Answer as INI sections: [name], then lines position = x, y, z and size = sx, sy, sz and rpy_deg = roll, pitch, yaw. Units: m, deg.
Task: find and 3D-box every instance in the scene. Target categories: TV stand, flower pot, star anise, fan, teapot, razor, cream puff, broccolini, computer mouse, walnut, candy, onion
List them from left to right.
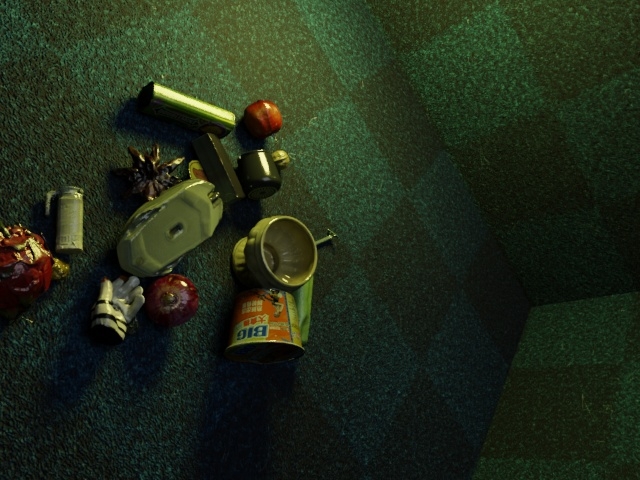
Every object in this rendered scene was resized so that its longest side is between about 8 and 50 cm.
[cream puff]
position = -0.778, 0.086, 1.516
size = 0.083, 0.058, 0.083
rpy_deg = 57, 0, -35
[teapot]
position = -0.777, -0.063, 1.567
size = 0.107, 0.077, 0.200
rpy_deg = 1, 75, -25
[broccolini]
position = -0.611, 0.198, 1.677
size = 0.044, 0.042, 0.217
rpy_deg = 10, 63, -41
[star anise]
position = -0.567, -0.217, 1.766
size = 0.272, 0.103, 0.271
rpy_deg = 3, 83, -24
[computer mouse]
position = -0.514, -0.046, 1.741
size = 0.429, 0.146, 0.228
rpy_deg = -43, 124, -34
[onion]
position = -0.493, 0.198, 1.709
size = 0.178, 0.154, 0.177
rpy_deg = -1, 92, -31
[fan]
position = -0.436, -0.241, 1.951
size = 0.334, 0.011, 0.230
rpy_deg = 68, 16, 17
[TV stand]
position = -0.388, -0.272, 1.986
size = 0.269, 0.083, 0.088
rpy_deg = 66, 14, -2
[flower pot]
position = -0.189, 0.068, 1.988
size = 0.308, 0.244, 0.307
rpy_deg = 15, 67, -40
[walnut]
position = -0.180, -0.347, 2.255
size = 0.092, 0.092, 0.092
rpy_deg = 17, 65, -41
[candy]
position = -0.093, 0.254, 2.096
size = 0.132, 0.142, 0.343
rpy_deg = 27, 59, -46
[razor]
position = -0.001, 0.003, 2.348
size = 0.068, 0.037, 0.191
rpy_deg = 37, 40, 26

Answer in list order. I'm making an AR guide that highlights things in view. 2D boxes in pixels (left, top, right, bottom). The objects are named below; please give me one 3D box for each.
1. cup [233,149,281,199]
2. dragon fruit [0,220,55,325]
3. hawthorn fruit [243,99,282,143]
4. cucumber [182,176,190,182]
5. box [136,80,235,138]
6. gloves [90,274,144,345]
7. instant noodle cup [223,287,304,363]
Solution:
[cup]
position = -0.277, -0.265, 2.087
size = 0.223, 0.169, 0.176
rpy_deg = -8, 77, -17
[dragon fruit]
position = -0.827, 0.092, 1.392
size = 0.234, 0.234, 0.292
rpy_deg = -36, 133, -45
[hawthorn fruit]
position = -0.235, -0.499, 2.200
size = 0.157, 0.157, 0.193
rpy_deg = -44, 111, -44
[cucumber]
position = -0.471, -0.175, 1.917
size = 0.115, 0.062, 0.116
rpy_deg = 52, 29, -22
[box]
position = -0.501, -0.480, 1.941
size = 0.346, 0.134, 0.097
rpy_deg = 14, 68, -43
[gloves]
position = -0.634, 0.205, 1.596
size = 0.140, 0.131, 0.218
rpy_deg = 26, 31, -27
[instant noodle cup]
position = -0.204, 0.310, 1.879
size = 0.297, 0.297, 0.213
rpy_deg = 21, 55, -39
